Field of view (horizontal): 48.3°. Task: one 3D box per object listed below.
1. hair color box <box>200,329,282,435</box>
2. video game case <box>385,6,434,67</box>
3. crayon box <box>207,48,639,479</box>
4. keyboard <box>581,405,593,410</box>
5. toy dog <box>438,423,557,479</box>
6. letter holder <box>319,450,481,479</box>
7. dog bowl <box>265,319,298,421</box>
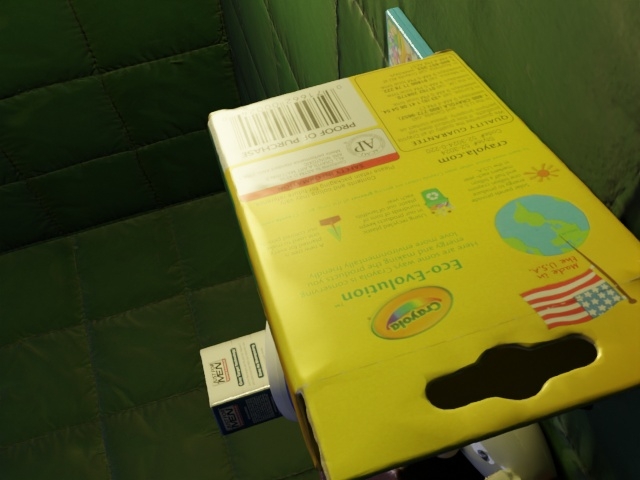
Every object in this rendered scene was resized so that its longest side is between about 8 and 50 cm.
[{"bbox_3d":[-0.073,0.277,1.554,0.174,0.347,0.105,-114,10,-52],"label":"hair color box"},{"bbox_3d":[0.091,-0.117,0.673,0.166,0.015,0.119,80,170,-47],"label":"video game case"},{"bbox_3d":[0.056,0.005,0.448,0.318,0.202,0.081,-113,9,-48],"label":"crayon box"},{"bbox_3d":[0.086,0.080,0.474,0.108,0.180,0.023,-75,-8,-79],"label":"keyboard"},{"bbox_3d":[0.148,0.280,0.532,0.333,0.161,0.220,-119,17,-59],"label":"toy dog"},{"bbox_3d":[0.086,0.371,0.884,0.215,0.152,0.301,-9,100,40],"label":"letter holder"},{"bbox_3d":[0.006,0.177,1.223,0.265,0.104,0.264,-3,-90,-70],"label":"dog bowl"}]
